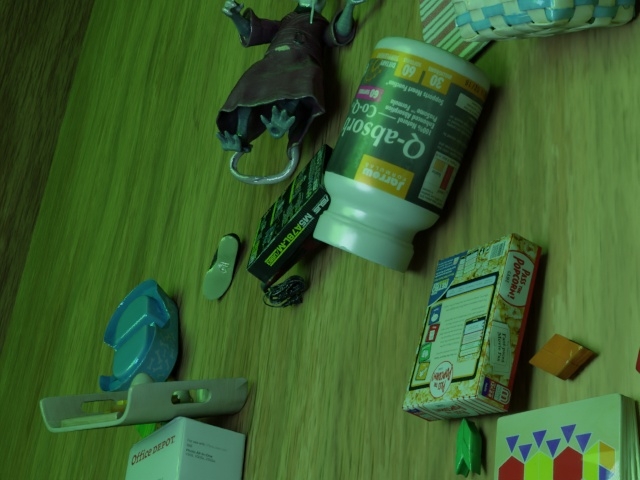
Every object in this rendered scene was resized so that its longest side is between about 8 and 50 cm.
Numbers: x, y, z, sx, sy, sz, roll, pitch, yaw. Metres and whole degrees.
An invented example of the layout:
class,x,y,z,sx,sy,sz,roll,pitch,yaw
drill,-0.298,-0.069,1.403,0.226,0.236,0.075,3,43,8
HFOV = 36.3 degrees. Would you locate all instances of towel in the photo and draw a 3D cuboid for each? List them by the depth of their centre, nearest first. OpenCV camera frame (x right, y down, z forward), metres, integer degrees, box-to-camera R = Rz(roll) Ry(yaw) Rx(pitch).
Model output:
class,x,y,z,sx,sy,sz,roll,pitch,yaw
towel,0.203,-0.326,1.393,0.144,0.029,0.197,-41,40,42

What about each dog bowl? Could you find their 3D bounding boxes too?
class,x,y,z,sx,sy,sz,roll,pitch,yaw
dog bowl,-0.353,0.202,1.936,0.166,0.074,0.297,-42,27,16

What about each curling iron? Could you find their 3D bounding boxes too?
class,x,y,z,sx,sy,sz,roll,pitch,yaw
curling iron,0.000,0.000,1.506,0.274,0.068,0.035,-52,29,20

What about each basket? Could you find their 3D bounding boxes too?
class,x,y,z,sx,sy,sz,roll,pitch,yaw
basket,0.246,-0.380,1.120,0.255,0.201,0.289,14,115,62

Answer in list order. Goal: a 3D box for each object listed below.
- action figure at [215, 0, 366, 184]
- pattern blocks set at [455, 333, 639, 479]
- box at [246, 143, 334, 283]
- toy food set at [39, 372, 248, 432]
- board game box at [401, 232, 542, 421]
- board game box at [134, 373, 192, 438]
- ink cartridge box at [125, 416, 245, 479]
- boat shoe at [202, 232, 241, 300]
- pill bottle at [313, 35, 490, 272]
class,x,y,z,sx,sy,sz,roll,pitch,yaw
action figure,-0.034,-0.310,1.720,0.276,0.248,0.370,77,-154,-52
pattern blocks set,0.235,0.227,0.934,0.325,0.026,0.285,-17,56,57
box,-0.038,-0.046,1.536,0.184,0.045,0.191,-51,14,21
toy food set,-0.298,0.260,1.627,0.306,0.219,0.092,-17,75,47
board game box,0.168,0.100,1.096,0.147,0.045,0.193,-26,42,59
board game box,-0.310,0.319,1.866,0.124,0.039,0.259,-67,24,2
ink cartridge box,-0.226,0.447,1.524,0.211,0.121,0.289,-35,42,47
boat shoe,-0.181,0.049,1.817,0.042,0.049,0.133,-62,-8,-76
pill bottle,0.101,-0.110,1.274,0.162,0.162,0.278,22,91,63
